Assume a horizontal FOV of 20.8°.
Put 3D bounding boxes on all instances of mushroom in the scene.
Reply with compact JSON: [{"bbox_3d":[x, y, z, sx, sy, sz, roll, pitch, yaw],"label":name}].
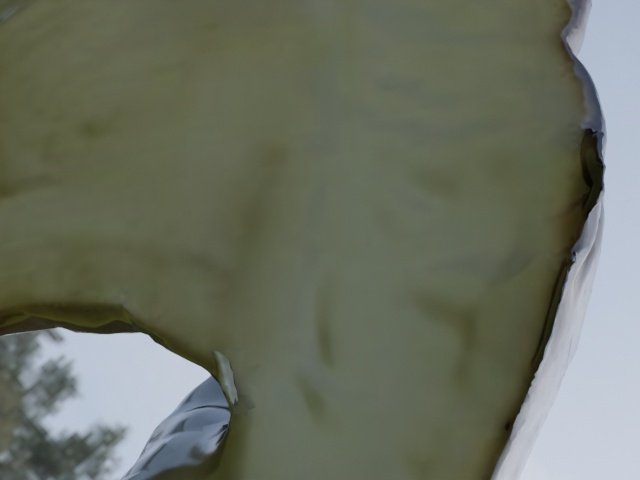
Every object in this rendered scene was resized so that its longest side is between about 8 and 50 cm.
[{"bbox_3d":[0.000,0.000,0.451,0.156,0.286,0.151,-1,-26,13],"label":"mushroom"}]
